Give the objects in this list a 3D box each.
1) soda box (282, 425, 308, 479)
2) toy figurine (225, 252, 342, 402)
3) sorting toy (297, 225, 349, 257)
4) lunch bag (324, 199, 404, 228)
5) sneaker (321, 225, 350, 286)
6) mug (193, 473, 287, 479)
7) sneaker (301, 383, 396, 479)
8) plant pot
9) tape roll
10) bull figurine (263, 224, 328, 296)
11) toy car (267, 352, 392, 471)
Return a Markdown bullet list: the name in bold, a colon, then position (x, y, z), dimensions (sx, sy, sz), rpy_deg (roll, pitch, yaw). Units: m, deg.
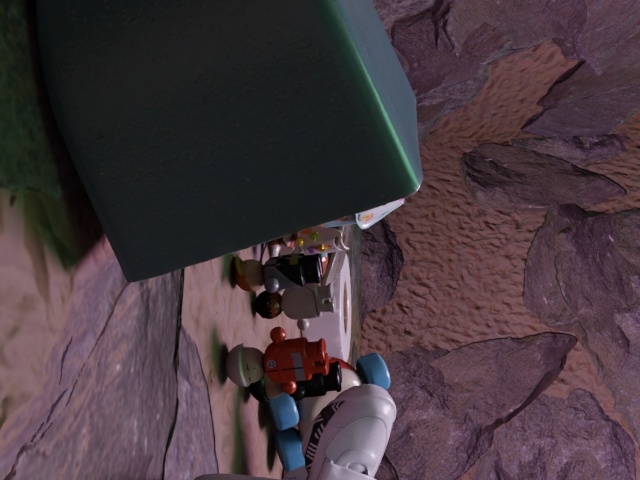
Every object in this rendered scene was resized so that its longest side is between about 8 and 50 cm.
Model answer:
- **soda box**: position (-0.016, 0.419, 1.294), dimensions (0.286, 0.091, 0.098), rpy_deg (-83, 168, -47)
- **toy figurine**: position (-0.056, 0.135, 0.917), dimensions (0.213, 0.148, 0.210), rpy_deg (65, 19, -66)
- **sorting toy**: position (0.007, 0.001, 1.006), dimensions (0.083, 0.075, 0.045), rpy_deg (61, 35, -46)
- **lunch bag**: position (0.059, -0.139, 1.315), dimensions (0.223, 0.262, 0.160), rpy_deg (78, 13, -57)
- **sneaker**: position (0.000, 0.000, 1.440), dimensions (0.083, 0.118, 0.222), rpy_deg (57, 44, -65)
- **mug**: position (-0.060, 0.396, 0.526), dimensions (0.374, 0.276, 0.328), rpy_deg (40, 49, -38)
- **sneaker**: position (0.035, 0.407, 0.880), dimensions (0.366, 0.137, 0.210), rpy_deg (-62, -155, 4)
- **plant pot**: position (-0.074, -0.159, 0.494), dimensions (0.248, 0.247, 0.252), rpy_deg (-77, 147, -60)
- **tape roll**: position (0.019, 0.170, 1.553), dimensions (0.286, 0.100, 0.286), rpy_deg (-1, 90, -81)
- **bull figurine**: position (-0.047, -0.003, 1.121), dimensions (0.310, 0.101, 0.188), rpy_deg (69, 28, -51)
- **toy car**: position (-0.012, 0.278, 1.170), dimensions (0.238, 0.219, 0.210), rpy_deg (-131, -151, -54)
